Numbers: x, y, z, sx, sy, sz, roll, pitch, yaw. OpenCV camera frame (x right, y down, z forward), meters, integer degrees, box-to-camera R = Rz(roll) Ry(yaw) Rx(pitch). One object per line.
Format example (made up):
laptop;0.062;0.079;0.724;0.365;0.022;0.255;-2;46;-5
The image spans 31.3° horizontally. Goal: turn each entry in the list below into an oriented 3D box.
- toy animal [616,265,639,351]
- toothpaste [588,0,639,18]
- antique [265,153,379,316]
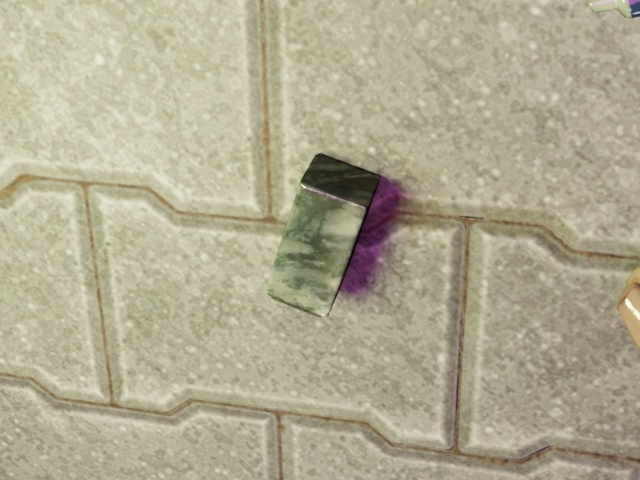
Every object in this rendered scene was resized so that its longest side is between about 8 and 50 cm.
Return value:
toy animal;0.491;0.052;1.228;0.269;0.237;0.326;34;127;5
toothpaste;0.408;-0.271;1.158;0.268;0.047;0.069;-11;103;17
antique;0.000;0.000;1.393;0.086;0.088;0.183;21;122;4
